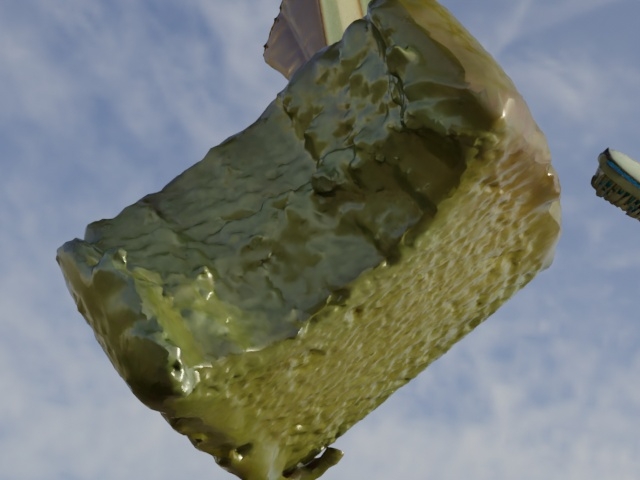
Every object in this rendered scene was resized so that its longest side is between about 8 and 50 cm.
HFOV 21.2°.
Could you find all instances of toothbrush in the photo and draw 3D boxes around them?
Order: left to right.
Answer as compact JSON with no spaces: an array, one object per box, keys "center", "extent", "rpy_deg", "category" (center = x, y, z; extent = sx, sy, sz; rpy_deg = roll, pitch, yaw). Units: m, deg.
[{"center":[0.278,0.034,0.992],"extent":[0.294,0.026,0.028],"rpy_deg":[32,-51,-6],"category":"toothbrush"}]

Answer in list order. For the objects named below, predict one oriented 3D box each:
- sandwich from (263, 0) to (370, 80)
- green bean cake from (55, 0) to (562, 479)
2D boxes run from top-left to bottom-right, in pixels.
[{"center":[0.028,-0.181,1.561],"extent":[0.079,0.113,0.163],"rpy_deg":[12,19,-33],"category":"sandwich"},{"center":[0.000,0.000,0.887],"extent":[0.124,0.236,0.233],"rpy_deg":[50,-3,26],"category":"green bean cake"}]
